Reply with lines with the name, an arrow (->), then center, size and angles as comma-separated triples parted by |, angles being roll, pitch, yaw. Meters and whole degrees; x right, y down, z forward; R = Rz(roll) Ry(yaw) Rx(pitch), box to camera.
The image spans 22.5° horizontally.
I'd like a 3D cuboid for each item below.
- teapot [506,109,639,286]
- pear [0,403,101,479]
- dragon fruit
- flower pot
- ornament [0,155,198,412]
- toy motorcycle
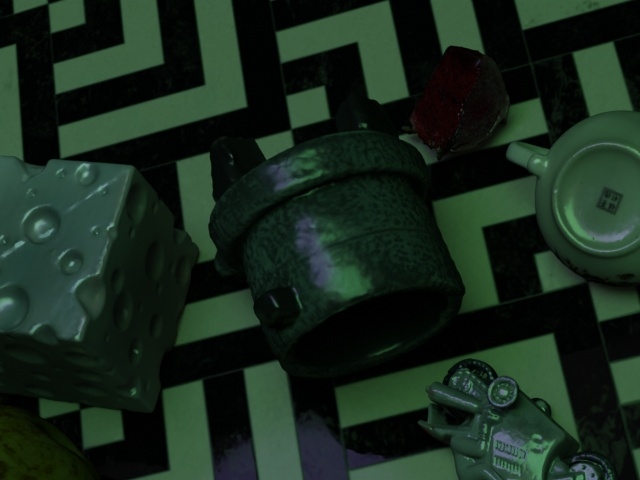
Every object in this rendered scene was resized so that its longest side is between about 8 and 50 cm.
teapot -> 0.352, -0.060, 1.946 | 0.300, 0.166, 0.208 | 32, 117, 35
pear -> -0.386, 0.333, 1.891 | 0.284, 0.283, 0.283 | -7, 61, 13
dragon fruit -> 0.190, -0.177, 2.091 | 0.102, 0.096, 0.147 | 40, 111, 40
flower pot -> 0.000, 0.000, 1.946 | 0.299, 0.299, 0.282 | -22, 68, 5
ornament -> -0.327, 0.054, 2.030 | 0.239, 0.240, 0.239 | 5, 65, 21
toy motorcycle -> 0.210, 0.255, 1.847 | 0.260, 0.110, 0.171 | 39, 91, 35
